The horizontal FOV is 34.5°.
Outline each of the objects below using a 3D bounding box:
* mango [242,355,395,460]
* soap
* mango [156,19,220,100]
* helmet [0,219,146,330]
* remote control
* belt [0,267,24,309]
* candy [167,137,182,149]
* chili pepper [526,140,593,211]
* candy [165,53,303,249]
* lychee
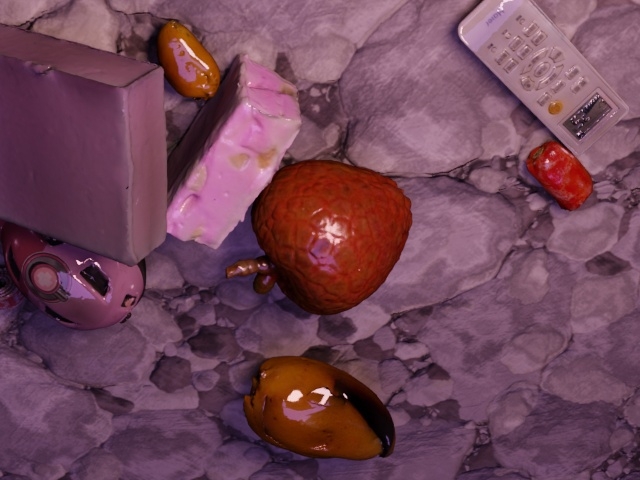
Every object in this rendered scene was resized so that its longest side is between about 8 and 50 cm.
[{"bbox_3d":[-0.006,0.310,1.852,0.287,0.153,0.201,32,114,-25],"label":"mango"},{"bbox_3d":[-0.363,-0.134,1.451,0.296,0.107,0.285,19,125,20],"label":"soap"},{"bbox_3d":[-0.194,-0.259,1.485,0.077,0.063,0.127,-22,119,17],"label":"mango"},{"bbox_3d":[-0.398,0.047,1.638,0.198,0.154,0.253,-40,124,23],"label":"helmet"},{"bbox_3d":[0.332,-0.256,1.539,0.109,0.055,0.313,-43,123,15],"label":"remote control"},{"bbox_3d":[-0.606,0.088,1.694,0.232,0.071,0.053,-3,145,0],"label":"belt"},{"bbox_3d":[-0.246,-0.132,1.599,0.083,0.025,0.023,-35,164,10],"label":"candy"},{"bbox_3d":[0.380,-0.104,1.640,0.073,0.070,0.123,-26,128,36],"label":"chili pepper"},{"bbox_3d":[-0.136,-0.127,1.525,0.115,0.155,0.265,28,120,-20],"label":"candy"},{"bbox_3d":[0.000,0.000,1.576,0.300,0.255,0.255,-40,125,-15],"label":"lychee"}]
